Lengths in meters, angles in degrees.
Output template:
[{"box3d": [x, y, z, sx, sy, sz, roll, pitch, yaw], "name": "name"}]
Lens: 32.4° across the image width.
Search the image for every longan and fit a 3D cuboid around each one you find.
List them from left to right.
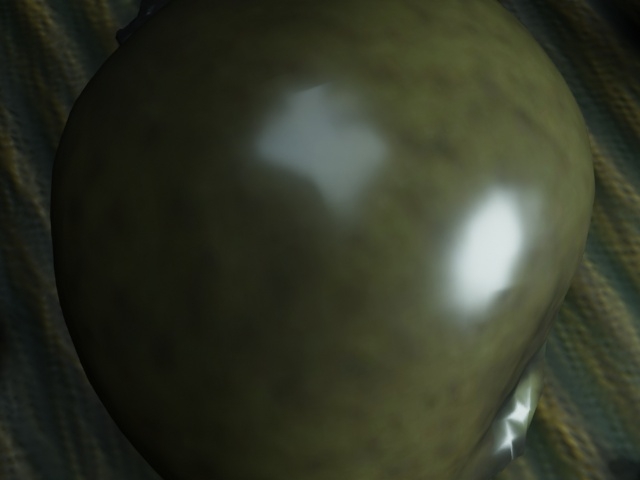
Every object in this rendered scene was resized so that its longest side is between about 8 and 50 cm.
[{"box3d": [0.000, 0.000, 0.607, 0.319, 0.319, 0.319, -1, 62, 1], "name": "longan"}]

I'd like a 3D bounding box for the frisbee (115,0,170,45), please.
[{"box3d": [-0.106, -0.223, 0.886, 0.211, 0.012, 0.187, 14, 64, 7], "name": "frisbee"}]
